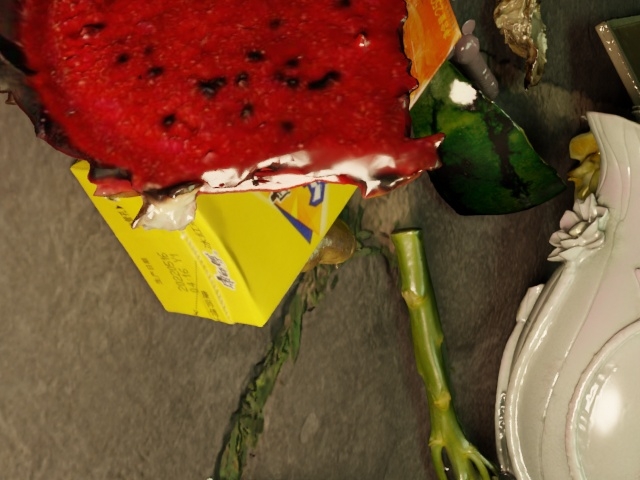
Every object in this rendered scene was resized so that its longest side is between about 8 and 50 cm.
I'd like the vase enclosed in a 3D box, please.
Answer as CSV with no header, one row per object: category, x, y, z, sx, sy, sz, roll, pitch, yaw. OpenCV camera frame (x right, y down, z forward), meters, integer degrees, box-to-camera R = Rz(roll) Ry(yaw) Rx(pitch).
vase,0.349,0.072,1.271,0.250,0.250,0.445,6,96,-53

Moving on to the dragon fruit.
dragon fruit,-0.076,-0.154,0.728,0.100,0.282,0.344,84,2,-63

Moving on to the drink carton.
drink carton,-0.024,-0.112,0.880,0.351,0.111,0.154,-56,134,-34

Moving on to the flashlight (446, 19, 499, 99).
flashlight,0.161,-0.187,1.190,0.052,0.031,0.110,-51,140,-5

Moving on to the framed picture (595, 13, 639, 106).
framed picture,0.470,-0.201,1.501,0.315,0.024,0.232,-23,87,-56

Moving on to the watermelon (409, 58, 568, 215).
watermelon,0.180,-0.100,1.177,0.301,0.123,0.129,30,48,-53

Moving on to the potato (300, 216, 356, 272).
potato,0.000,0.000,0.980,0.092,0.045,0.046,-12,139,-50

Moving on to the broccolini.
broccolini,0.137,0.157,1.174,0.078,0.074,0.392,-16,110,-8

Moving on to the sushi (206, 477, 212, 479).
sushi,-0.035,0.322,0.913,0.192,0.040,0.210,24,74,-29

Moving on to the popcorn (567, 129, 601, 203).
popcorn,0.379,-0.068,1.427,0.135,0.162,0.141,-69,-176,-80

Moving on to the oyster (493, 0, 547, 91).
oyster,0.226,-0.256,1.249,0.105,0.056,0.177,-40,126,-58
